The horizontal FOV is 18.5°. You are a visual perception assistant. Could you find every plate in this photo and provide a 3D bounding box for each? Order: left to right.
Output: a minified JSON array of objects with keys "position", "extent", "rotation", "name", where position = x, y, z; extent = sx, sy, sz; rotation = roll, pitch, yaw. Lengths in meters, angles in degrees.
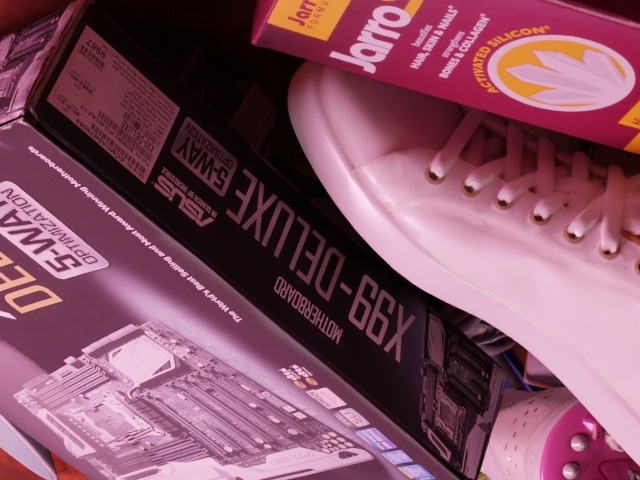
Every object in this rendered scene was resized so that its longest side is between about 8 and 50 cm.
[{"position":[-0.237,0.090,1.295],"extent":[0.188,0.024,0.188],"rotation":[39,165,13],"name":"plate"}]

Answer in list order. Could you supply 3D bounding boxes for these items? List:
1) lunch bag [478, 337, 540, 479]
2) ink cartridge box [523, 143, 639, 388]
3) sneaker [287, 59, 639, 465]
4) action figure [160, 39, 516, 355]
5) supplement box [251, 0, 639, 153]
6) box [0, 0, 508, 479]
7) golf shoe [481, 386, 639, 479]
[{"position":[0.047,0.154,1.257],"extent":[0.219,0.176,0.090],"rotation":[-30,169,-4],"name":"lunch bag"},{"position":[0.219,0.041,1.085],"extent":[0.193,0.088,0.235],"rotation":[13,166,6],"name":"ink cartridge box"},{"position":[0.122,-0.010,0.899],"extent":[0.290,0.106,0.123],"rotation":[39,136,-6],"name":"sneaker"},{"position":[0.000,0.000,1.076],"extent":[0.285,0.099,0.185],"rotation":[28,164,-28],"name":"action figure"},{"position":[0.076,-0.114,0.838],"extent":[0.188,0.081,0.104],"rotation":[15,155,-10],"name":"supplement box"},{"position":[-0.095,0.031,0.988],"extent":[0.242,0.077,0.307],"rotation":[-16,132,44],"name":"box"},{"position":[0.218,0.158,1.178],"extent":[0.306,0.115,0.140],"rotation":[31,170,-30],"name":"golf shoe"}]
